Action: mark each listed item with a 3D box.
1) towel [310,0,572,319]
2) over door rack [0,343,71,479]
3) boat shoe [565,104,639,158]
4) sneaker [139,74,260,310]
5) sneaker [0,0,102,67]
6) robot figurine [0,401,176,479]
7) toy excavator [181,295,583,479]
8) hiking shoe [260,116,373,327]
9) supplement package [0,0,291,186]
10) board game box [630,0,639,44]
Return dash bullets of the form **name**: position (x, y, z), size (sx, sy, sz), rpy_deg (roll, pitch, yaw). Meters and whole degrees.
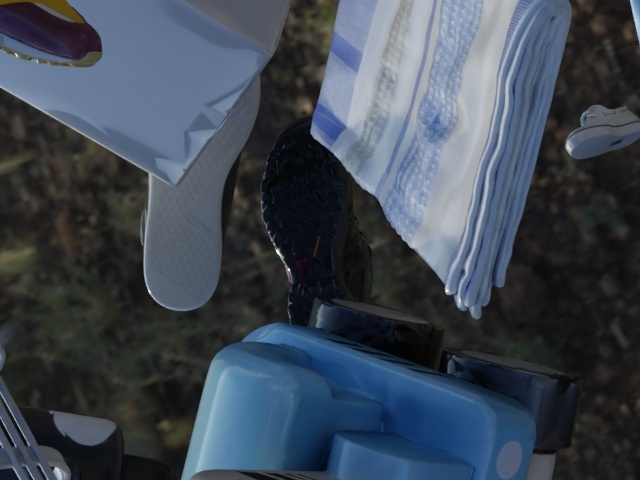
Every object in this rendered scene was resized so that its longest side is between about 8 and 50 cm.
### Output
- **towel**: position (0.066, -0.106, 1.136), size (0.285, 0.034, 0.209), rpy_deg (-126, 44, -56)
- **over door rack**: position (-0.281, 0.137, 0.979), size (0.108, 0.324, 0.239), rpy_deg (-54, 50, 20)
- **boat shoe**: position (0.225, -0.092, 1.431), size (0.035, 0.100, 0.035), rpy_deg (57, 133, 16)
- **sneaker**: position (-0.130, -0.084, 1.775), size (0.147, 0.105, 0.295), rpy_deg (-148, 67, -79)
- **sneaker**: position (-0.196, -0.172, 1.045), size (0.185, 0.069, 0.084), rpy_deg (33, 102, 13)
- **robot figurine**: position (-0.273, 0.234, 1.571), size (0.173, 0.278, 0.209), rpy_deg (-100, 23, -61)
- **toy excavator**: position (0.002, 0.174, 1.165), size (0.433, 0.445, 0.222), rpy_deg (17, 96, 45)
- **hiking shoe**: position (0.000, 0.000, 1.645), size (0.086, 0.114, 0.226), rpy_deg (-6, 87, 11)
- **supplement package**: position (-0.190, -0.218, 1.519), size (0.293, 0.175, 0.177), rpy_deg (31, 127, -13)
- **board game box**: position (0.318, -0.261, 1.248), size (0.086, 0.302, 0.308), rpy_deg (-1, 111, 42)
